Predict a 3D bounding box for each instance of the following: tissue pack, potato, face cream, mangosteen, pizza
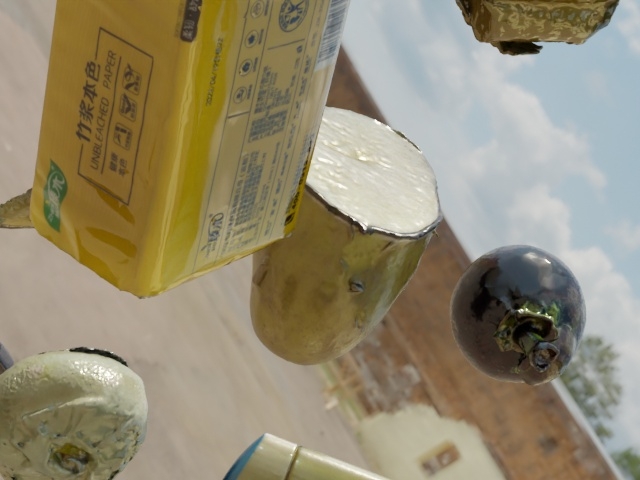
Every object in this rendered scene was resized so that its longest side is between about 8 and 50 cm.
[{"bbox_3d":[-0.142,-0.172,1.404,0.228,0.293,0.382,30,-56,26],"label":"tissue pack"},{"bbox_3d":[0.000,0.000,1.943,0.289,0.296,0.397,19,27,-18],"label":"potato"},{"bbox_3d":[0.013,0.333,1.516,0.285,0.139,0.067,21,-2,2],"label":"face cream"},{"bbox_3d":[0.332,0.128,2.070,0.231,0.231,0.289,59,-1,-9],"label":"mangosteen"},{"bbox_3d":[-0.396,-0.040,1.939,0.188,0.204,0.081,136,-56,-66],"label":"pizza"}]

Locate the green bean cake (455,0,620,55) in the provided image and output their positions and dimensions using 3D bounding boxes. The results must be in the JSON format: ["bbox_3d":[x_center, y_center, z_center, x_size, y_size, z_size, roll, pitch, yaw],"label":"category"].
[{"bbox_3d":[0.175,-0.293,1.023,0.230,0.131,0.224,102,-19,-46],"label":"green bean cake"}]

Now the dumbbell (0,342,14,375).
[{"bbox_3d":[-0.605,0.266,2.095,0.140,0.124,0.225,71,27,-51],"label":"dumbbell"}]

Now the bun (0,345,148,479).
[{"bbox_3d":[-0.351,0.262,1.738,0.239,0.239,0.141,60,8,-36],"label":"bun"}]
